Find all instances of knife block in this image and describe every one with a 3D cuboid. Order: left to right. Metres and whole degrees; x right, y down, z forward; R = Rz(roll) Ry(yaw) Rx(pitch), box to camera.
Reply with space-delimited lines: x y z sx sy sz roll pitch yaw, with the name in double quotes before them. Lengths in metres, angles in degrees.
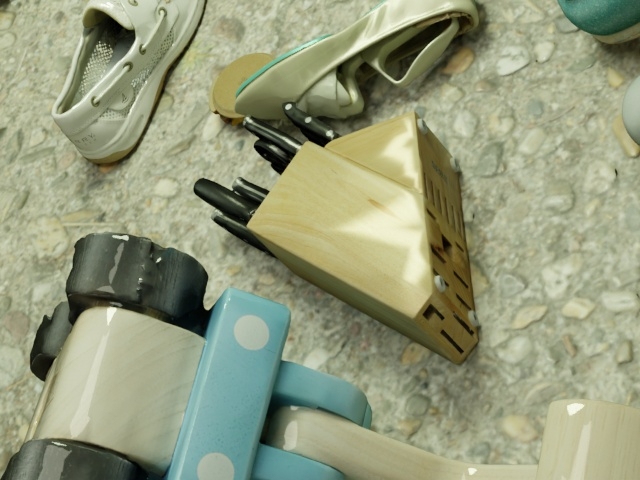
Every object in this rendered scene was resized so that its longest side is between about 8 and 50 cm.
"knife block" 0.000 0.000 1.411 0.242 0.088 0.275 -21 51 22

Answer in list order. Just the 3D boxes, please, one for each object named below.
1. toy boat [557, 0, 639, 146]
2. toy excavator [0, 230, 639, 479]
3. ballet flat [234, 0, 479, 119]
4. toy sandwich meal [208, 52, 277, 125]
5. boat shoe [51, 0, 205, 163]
"toy boat" 0.265 -0.214 1.292 0.267 0.148 0.318 126 133 -57
"toy excavator" 0.000 0.164 1.230 0.433 0.445 0.222 131 155 -61
"ballet flat" 0.037 -0.162 1.507 0.248 0.086 0.086 -32 48 10
"toy sandwich meal" -0.070 -0.145 1.597 0.085 0.029 0.085 -15 53 21
"boat shoe" -0.197 -0.217 1.683 0.098 0.096 0.277 -1 60 34
